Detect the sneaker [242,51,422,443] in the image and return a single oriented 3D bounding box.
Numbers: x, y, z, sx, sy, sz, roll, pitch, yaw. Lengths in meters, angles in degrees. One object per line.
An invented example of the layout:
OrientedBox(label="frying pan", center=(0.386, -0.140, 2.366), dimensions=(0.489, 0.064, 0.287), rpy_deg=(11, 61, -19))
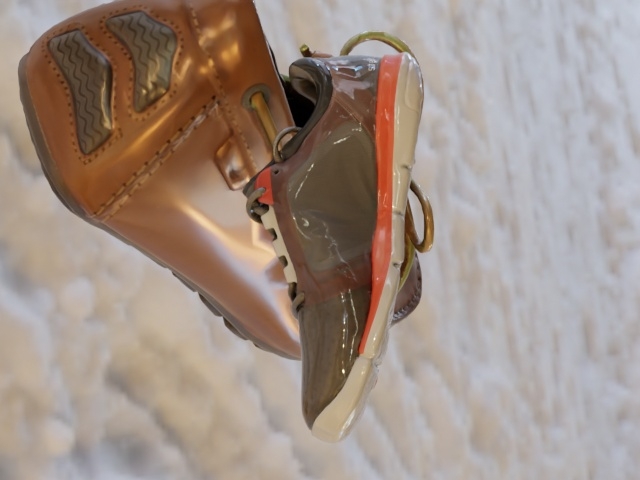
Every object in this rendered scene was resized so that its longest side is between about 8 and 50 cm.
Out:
OrientedBox(label="sneaker", center=(0.000, 0.000, 0.632), dimensions=(0.061, 0.065, 0.158), rpy_deg=(94, 4, -69))

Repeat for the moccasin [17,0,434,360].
OrientedBox(label="moccasin", center=(-0.009, -0.036, 0.844), dimensions=(0.380, 0.147, 0.139), rpy_deg=(45, 23, -61))
